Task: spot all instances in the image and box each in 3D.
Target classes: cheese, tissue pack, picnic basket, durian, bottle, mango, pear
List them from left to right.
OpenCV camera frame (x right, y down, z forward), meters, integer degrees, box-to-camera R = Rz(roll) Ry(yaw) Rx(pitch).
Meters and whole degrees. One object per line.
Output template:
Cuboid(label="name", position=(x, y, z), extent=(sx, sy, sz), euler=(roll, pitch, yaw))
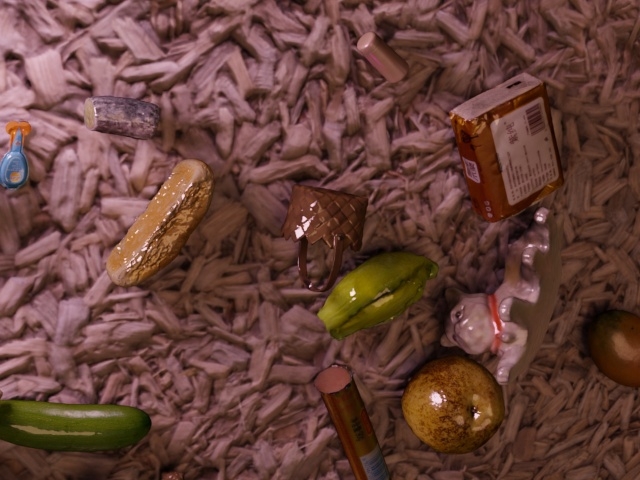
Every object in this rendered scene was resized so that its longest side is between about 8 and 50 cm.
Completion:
Cuboid(label="cheese", position=(-0.460, -0.127, 1.626), extent=(0.047, 0.017, 0.111), euler=(1, 111, -31))
Cuboid(label="picnic basket", position=(0.000, 0.000, 1.852), extent=(0.137, 0.128, 0.179), euler=(8, 98, -28))
Cuboid(label="durian", position=(0.109, 0.089, 1.972), extent=(0.250, 0.101, 0.139), euler=(-34, 158, -11))
Cuboid(label="bottle", position=(0.105, -0.311, 1.824), extent=(0.096, 0.045, 0.045), euler=(40, 90, -32))
Cuboid(label="pear", position=(0.264, 0.326, 2.101), extent=(0.197, 0.197, 0.197), euler=(-11, 116, -23))
Cuboid(label="tissue pack", position=(0.348, -0.167, 1.985), extent=(0.183, 0.092, 0.226), euler=(-27, 122, -15))
Cuboid(label="mango", position=(0.656, 0.233, 2.305), extent=(0.221, 0.120, 0.152), euler=(22, 97, -26))

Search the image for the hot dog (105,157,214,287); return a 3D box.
Cuboid(label="hot dog", position=(-0.249, -0.022, 1.742), extent=(0.073, 0.084, 0.243), euler=(36, 91, -33))

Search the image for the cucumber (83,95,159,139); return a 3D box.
Cuboid(label="cucumber", position=(-0.306, -0.191, 1.652), extent=(0.111, 0.064, 0.064), euler=(8, 107, -27))

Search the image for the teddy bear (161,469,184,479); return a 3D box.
Cuboid(label="teddy bear", position=(-0.254, 0.520, 1.893), extent=(0.222, 0.246, 0.296), euler=(-19, 150, 1))

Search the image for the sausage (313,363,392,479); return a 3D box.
Cuboid(label="sausage", position=(0.081, 0.405, 2.104), extent=(0.082, 0.082, 0.372), euler=(-29, 122, -14))

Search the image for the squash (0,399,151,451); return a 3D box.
Cuboid(label="squash", position=(-0.420, 0.312, 1.800), extent=(0.292, 0.082, 0.082), euler=(8, 107, -30))

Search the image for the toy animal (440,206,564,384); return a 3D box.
Cuboid(label="toy animal", position=(0.352, 0.086, 2.082), extent=(0.266, 0.188, 0.308), euler=(-16, 108, -44))

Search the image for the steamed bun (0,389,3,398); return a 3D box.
Cuboid(label="steamed bun", position=(-0.624, 0.292, 1.615), extent=(0.428, 0.247, 0.189), euler=(-41, 111, 11))
